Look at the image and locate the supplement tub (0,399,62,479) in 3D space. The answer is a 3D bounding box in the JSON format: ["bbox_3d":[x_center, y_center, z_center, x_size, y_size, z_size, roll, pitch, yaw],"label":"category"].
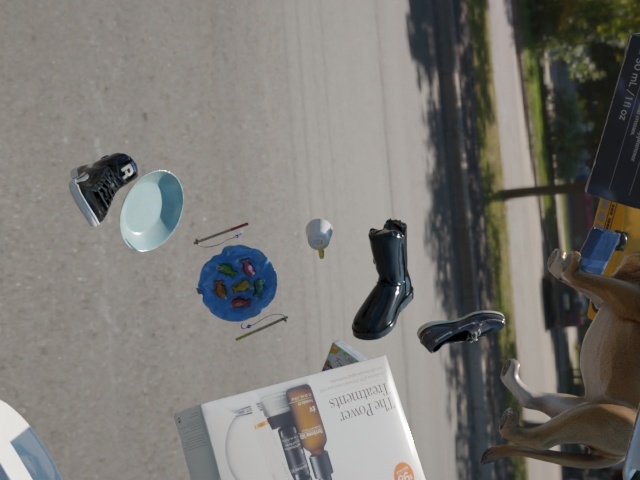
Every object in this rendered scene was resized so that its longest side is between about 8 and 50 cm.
[{"bbox_3d":[-0.529,0.382,1.032,0.235,0.325,0.235,55,-8,12],"label":"supplement tub"}]

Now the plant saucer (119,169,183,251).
[{"bbox_3d":[-0.392,-0.071,1.774,0.195,0.038,0.194,-38,139,-42],"label":"plant saucer"}]

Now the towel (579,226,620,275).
[{"bbox_3d":[0.500,0.032,1.437,0.029,0.067,0.119,49,-56,55],"label":"towel"}]

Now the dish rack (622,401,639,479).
[{"bbox_3d":[0.400,0.072,0.784,0.286,0.072,0.332,-9,112,-56],"label":"dish rack"}]

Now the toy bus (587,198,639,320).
[{"bbox_3d":[0.781,0.048,2.077,0.130,0.108,0.332,-140,-125,-61],"label":"toy bus"}]

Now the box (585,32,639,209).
[{"bbox_3d":[0.715,-0.179,1.358,0.212,0.396,0.293,-24,128,-53],"label":"box"}]

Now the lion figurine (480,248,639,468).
[{"bbox_3d":[0.382,0.154,1.000,0.392,0.240,0.142,-64,179,-3],"label":"lion figurine"}]

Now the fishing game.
[{"bbox_3d":[-0.193,0.101,1.822,0.041,0.189,0.264,-143,-146,-78],"label":"fishing game"}]

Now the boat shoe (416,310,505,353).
[{"bbox_3d":[0.317,0.207,1.711,0.065,0.206,0.075,-113,-160,-46],"label":"boat shoe"}]

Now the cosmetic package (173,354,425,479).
[{"bbox_3d":[-0.013,0.358,1.223,0.377,0.097,0.284,-8,77,-40],"label":"cosmetic package"}]

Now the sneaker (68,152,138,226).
[{"bbox_3d":[-0.391,-0.108,1.433,0.217,0.121,0.079,52,-13,58],"label":"sneaker"}]

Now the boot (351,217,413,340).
[{"bbox_3d":[0.133,0.082,1.760,0.246,0.094,0.207,-41,128,-48],"label":"boot"}]

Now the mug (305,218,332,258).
[{"bbox_3d":[0.001,-0.004,1.757,0.078,0.062,0.064,48,17,-18],"label":"mug"}]

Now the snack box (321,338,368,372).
[{"bbox_3d":[0.078,0.337,2.030,0.037,0.141,0.100,-15,131,-53],"label":"snack box"}]
